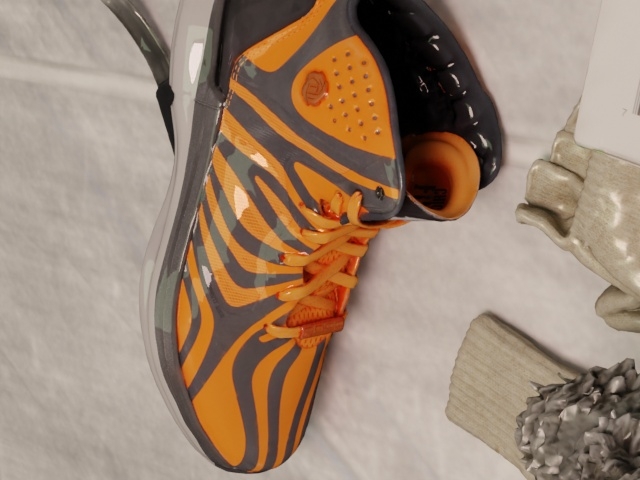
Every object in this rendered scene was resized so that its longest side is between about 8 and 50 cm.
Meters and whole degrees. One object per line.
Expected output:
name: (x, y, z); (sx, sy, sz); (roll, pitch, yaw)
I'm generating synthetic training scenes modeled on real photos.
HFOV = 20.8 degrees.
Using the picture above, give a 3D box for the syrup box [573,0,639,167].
syrup box: (0.208, -0.084, 0.687); (0.093, 0.237, 0.096); (24, 114, 35)

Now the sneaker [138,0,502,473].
sneaker: (0.000, 0.000, 0.983); (0.180, 0.124, 0.321); (16, 114, 39)

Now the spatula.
spatula: (-0.111, -0.120, 1.109); (0.084, 0.030, 0.296); (-30, 83, 41)

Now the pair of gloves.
pair of gloves: (0.167, 0.058, 0.908); (0.204, 0.042, 0.240); (38, 125, 27)

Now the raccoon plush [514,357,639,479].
raccoon plush: (0.228, 0.034, 0.655); (0.299, 0.216, 0.447); (13, 118, 11)
